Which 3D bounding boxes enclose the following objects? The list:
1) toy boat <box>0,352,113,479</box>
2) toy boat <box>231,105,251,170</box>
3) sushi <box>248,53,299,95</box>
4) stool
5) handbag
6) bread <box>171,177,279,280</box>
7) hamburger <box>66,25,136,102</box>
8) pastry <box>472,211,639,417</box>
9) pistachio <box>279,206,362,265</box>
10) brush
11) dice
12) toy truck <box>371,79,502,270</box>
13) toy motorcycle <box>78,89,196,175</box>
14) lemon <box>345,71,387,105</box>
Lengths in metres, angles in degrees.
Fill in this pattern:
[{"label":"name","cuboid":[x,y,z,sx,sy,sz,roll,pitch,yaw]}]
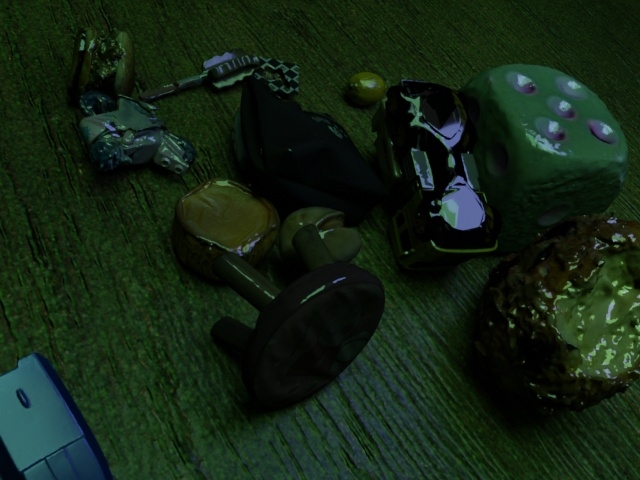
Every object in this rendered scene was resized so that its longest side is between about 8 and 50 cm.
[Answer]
[{"label":"toy boat","cuboid":[-0.360,0.306,0.912,0.129,0.088,0.295,-27,78,-39]},{"label":"toy boat","cuboid":[-0.134,-0.216,1.459,0.134,0.079,0.207,16,53,-31]},{"label":"sushi","cuboid":[-0.116,-0.393,1.644,0.126,0.026,0.120,9,52,-12]},{"label":"stool","cuboid":[-0.045,0.117,1.100,0.272,0.272,0.178,-20,48,-36]},{"label":"handbag","cuboid":[-0.024,-0.197,1.395,0.342,0.152,0.288,18,38,-45]},{"label":"bread","cuboid":[-0.177,-0.018,1.249,0.199,0.104,0.199,13,44,-12]},{"label":"hamburger","cuboid":[-0.436,-0.352,1.372,0.131,0.159,0.185,11,22,-20]},{"label":"pastry","cuboid":[0.454,0.127,1.272,0.292,0.337,0.405,45,76,-8]},{"label":"pistachio","cuboid":[0.000,0.000,1.288,0.129,0.131,0.206,61,23,11]},{"label":"brush","cuboid":[-0.273,-0.364,1.532,0.301,0.071,0.084,-30,53,-30]},{"label":"dice","cuboid":[0.452,-0.183,1.521,0.318,0.322,0.330,-2,52,-25]},{"label":"toy truck","cuboid":[0.220,-0.133,1.432,0.181,0.254,0.405,-1,67,-22]},{"label":"toy motorcycle","cuboid":[-0.364,-0.178,1.291,0.239,0.108,0.204,16,39,-7]},{"label":"lemon","cuboid":[0.116,-0.381,1.699,0.111,0.082,0.082,-4,54,-23]}]
